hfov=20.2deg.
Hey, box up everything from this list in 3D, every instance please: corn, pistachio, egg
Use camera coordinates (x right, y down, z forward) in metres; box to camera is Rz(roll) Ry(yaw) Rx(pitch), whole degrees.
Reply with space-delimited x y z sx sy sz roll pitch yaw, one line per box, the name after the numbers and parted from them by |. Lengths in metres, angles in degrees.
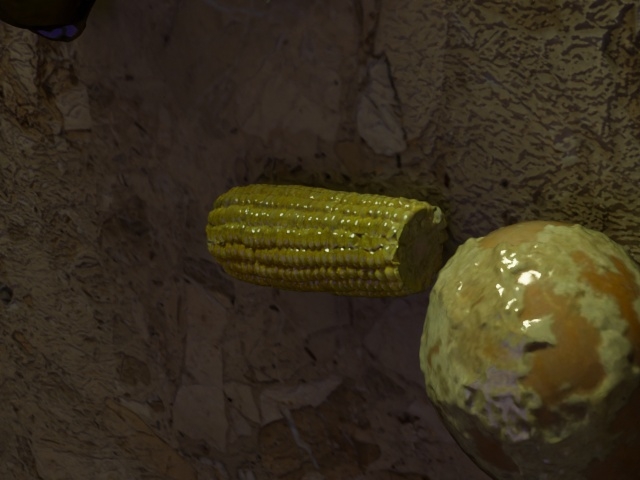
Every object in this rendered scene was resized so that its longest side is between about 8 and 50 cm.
0.000 0.000 1.535 0.244 0.093 0.093 6 123 47 | corn
-0.262 -0.262 1.590 0.165 0.130 0.210 20 141 35 | pistachio
0.174 0.095 1.332 0.195 0.195 0.233 -7 125 52 | egg

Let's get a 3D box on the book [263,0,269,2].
-0.045 -0.305 1.392 0.162 0.022 0.232 52 144 4 | book
